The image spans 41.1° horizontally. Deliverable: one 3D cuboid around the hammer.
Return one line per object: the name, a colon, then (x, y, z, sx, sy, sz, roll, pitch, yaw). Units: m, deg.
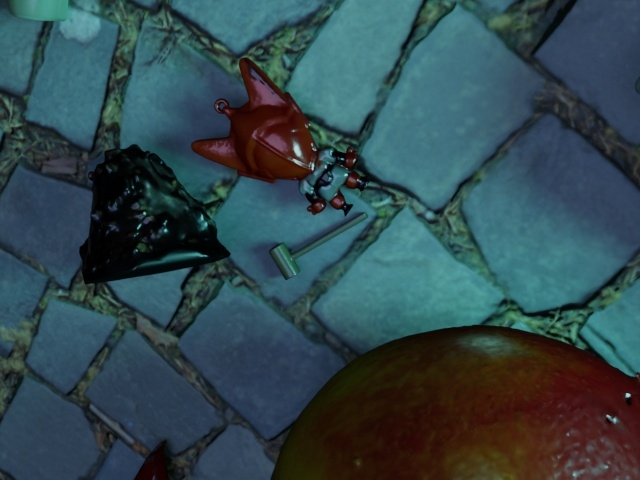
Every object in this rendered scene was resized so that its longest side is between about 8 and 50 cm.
hammer: (0.000, 0.000, 0.867, 0.110, 0.019, 0.035, -30, 95, 19)

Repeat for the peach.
peach: (0.138, 0.245, 0.722, 0.370, 0.370, 0.370, 4, 106, 16)

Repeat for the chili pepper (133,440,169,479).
chili pepper: (-0.292, 0.386, 1.036, 0.368, 0.092, 0.137, -33, 74, 15)

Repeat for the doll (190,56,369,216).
doll: (-0.034, -0.088, 0.831, 0.169, 0.057, 0.109, 36, 110, 6)

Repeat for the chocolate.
chocolate: (-0.179, -0.031, 0.853, 0.156, 0.156, 0.133, -14, 88, 20)

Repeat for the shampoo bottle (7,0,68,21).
shampoo bottle: (-0.280, -0.327, 0.844, 0.072, 0.049, 0.212, 16, 110, 20)

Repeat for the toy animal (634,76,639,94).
toy animal: (0.361, -0.126, 0.653, 0.209, 0.154, 0.325, 24, 106, 3)
